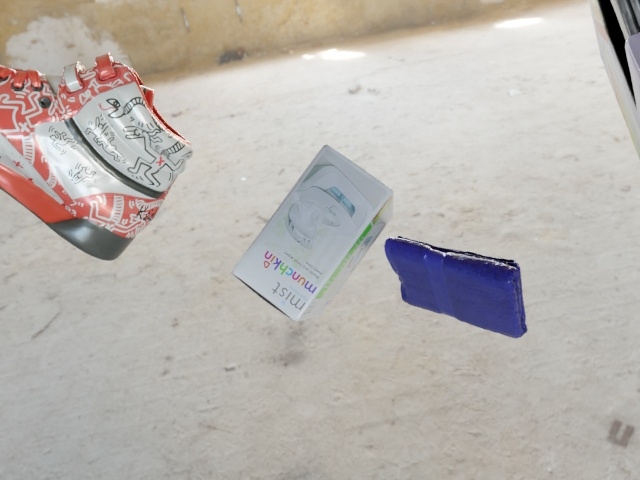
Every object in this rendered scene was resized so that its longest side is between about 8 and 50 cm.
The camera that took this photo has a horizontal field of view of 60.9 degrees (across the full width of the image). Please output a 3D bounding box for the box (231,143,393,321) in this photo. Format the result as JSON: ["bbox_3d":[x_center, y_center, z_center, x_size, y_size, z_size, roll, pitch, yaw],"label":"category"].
[{"bbox_3d":[0.000,0.000,0.873,0.127,0.262,0.231,36,89,9],"label":"box"}]

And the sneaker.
[{"bbox_3d":[-0.237,-0.115,0.447,0.145,0.270,0.090,-50,20,3],"label":"sneaker"}]

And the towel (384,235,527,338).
[{"bbox_3d":[0.305,0.095,1.221,0.308,0.227,0.076,17,56,38],"label":"towel"}]

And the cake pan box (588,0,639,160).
[{"bbox_3d":[0.294,-0.156,0.473,0.070,0.267,0.245,-20,63,26],"label":"cake pan box"}]
